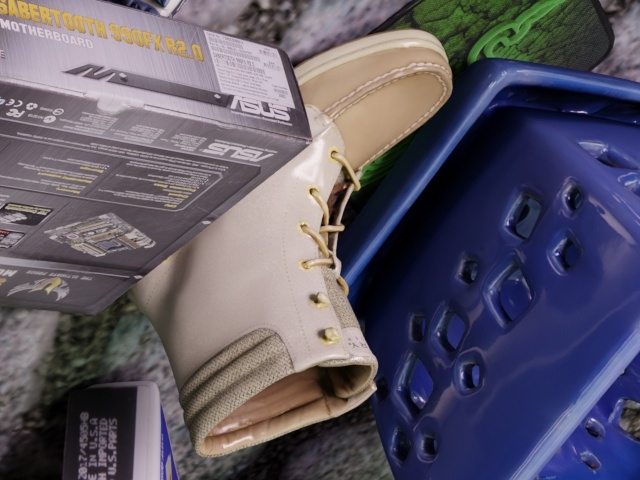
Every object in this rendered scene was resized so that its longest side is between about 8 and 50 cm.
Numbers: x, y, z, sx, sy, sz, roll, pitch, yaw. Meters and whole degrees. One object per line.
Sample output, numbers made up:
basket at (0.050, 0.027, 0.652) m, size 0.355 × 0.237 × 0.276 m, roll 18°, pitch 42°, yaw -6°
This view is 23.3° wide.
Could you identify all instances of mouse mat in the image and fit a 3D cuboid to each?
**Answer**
mouse mat at (0.077, -0.093, 0.891) m, size 0.190 × 0.007 × 0.152 m, roll -36°, pitch 145°, yaw 6°

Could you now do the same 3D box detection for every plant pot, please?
plant pot at (0.151, 0.031, 0.909) m, size 0.236 × 0.212 × 0.236 m, roll 2°, pitch 134°, yaw -44°

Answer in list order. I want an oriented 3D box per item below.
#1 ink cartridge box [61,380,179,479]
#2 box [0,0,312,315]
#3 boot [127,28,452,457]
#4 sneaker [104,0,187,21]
ink cartridge box at (-0.110, 0.296, 0.957) m, size 0.072 × 0.303 × 0.307 m, roll -4°, pitch 140°, yaw -1°
box at (-0.147, -0.037, 0.693) m, size 0.231 × 0.056 × 0.183 m, roll 8°, pitch 147°, yaw -43°
boot at (0.000, 0.000, 0.795) m, size 0.213 × 0.165 × 0.077 m, roll -32°, pitch 144°, yaw 5°
sneaker at (-0.051, -0.136, 0.702) m, size 0.058 × 0.052 × 0.135 m, roll 6°, pitch 131°, yaw -51°
